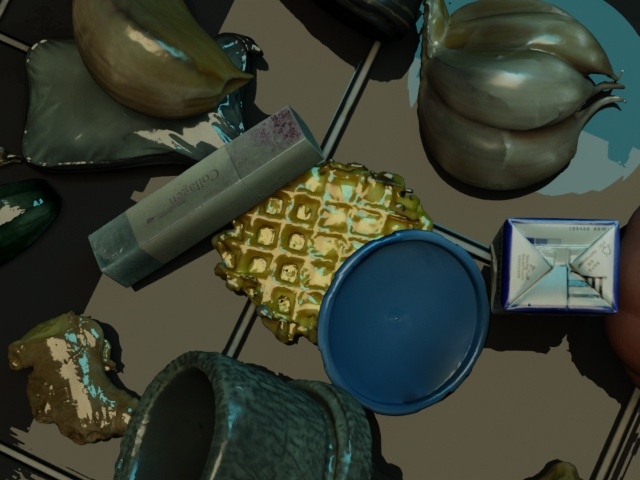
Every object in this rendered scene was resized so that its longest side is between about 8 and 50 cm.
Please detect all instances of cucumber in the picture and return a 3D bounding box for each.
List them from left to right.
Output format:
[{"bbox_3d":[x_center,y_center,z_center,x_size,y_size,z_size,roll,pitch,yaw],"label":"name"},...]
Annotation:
[{"bbox_3d":[-0.465,-0.015,1.695,0.244,0.063,0.115,-29,82,-2],"label":"cucumber"}]

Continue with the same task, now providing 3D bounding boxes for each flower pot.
[{"bbox_3d":[-0.072,0.302,1.500,0.282,0.299,0.299,24,83,-32],"label":"flower pot"}]

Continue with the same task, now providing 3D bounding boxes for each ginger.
[{"bbox_3d":[-0.311,0.196,1.648,0.137,0.074,0.213,-36,87,-2],"label":"ginger"}]

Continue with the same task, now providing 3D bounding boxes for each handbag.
[{"bbox_3d":[-0.242,-0.185,1.700,0.332,0.075,0.192,-1,78,7],"label":"handbag"}]

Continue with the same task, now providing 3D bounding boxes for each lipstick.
[{"bbox_3d":[-0.148,-0.055,1.637,0.317,0.068,0.066,-32,57,9],"label":"lipstick"}]

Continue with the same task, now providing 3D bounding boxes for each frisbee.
[{"bbox_3d":[0.102,0.102,1.604,0.242,0.045,0.242,-5,102,-24],"label":"frisbee"}]

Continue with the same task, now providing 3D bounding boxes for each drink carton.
[{"bbox_3d":[0.270,0.039,1.504,0.130,0.315,0.107,2,86,5],"label":"drink carton"}]

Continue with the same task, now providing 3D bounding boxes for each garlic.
[{"bbox_3d":[-0.235,-0.293,1.646,0.196,0.151,0.338,-9,54,-30],"label":"garlic"},{"bbox_3d":[0.244,-0.197,1.646,0.292,0.210,0.237,22,50,11],"label":"garlic"}]

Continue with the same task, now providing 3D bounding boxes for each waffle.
[{"bbox_3d":[0.000,0.000,1.657,0.280,0.060,0.262,-33,81,-1],"label":"waffle"}]

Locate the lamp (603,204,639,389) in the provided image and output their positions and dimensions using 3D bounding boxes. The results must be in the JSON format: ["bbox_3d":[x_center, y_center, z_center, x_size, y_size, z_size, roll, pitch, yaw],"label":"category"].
[{"bbox_3d":[0.460,0.056,1.523,0.239,0.305,0.305,24,82,51],"label":"lamp"}]

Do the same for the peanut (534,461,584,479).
[{"bbox_3d":[0.333,0.419,1.531,0.159,0.143,0.291,-33,78,-11],"label":"peanut"}]

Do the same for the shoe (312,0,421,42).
[{"bbox_3d":[0.025,-0.448,1.664,0.384,0.171,0.237,44,91,16],"label":"shoe"}]

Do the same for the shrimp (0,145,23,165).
[{"bbox_3d":[-0.528,-0.222,1.724,0.185,0.068,0.287,-15,83,4],"label":"shrimp"}]
